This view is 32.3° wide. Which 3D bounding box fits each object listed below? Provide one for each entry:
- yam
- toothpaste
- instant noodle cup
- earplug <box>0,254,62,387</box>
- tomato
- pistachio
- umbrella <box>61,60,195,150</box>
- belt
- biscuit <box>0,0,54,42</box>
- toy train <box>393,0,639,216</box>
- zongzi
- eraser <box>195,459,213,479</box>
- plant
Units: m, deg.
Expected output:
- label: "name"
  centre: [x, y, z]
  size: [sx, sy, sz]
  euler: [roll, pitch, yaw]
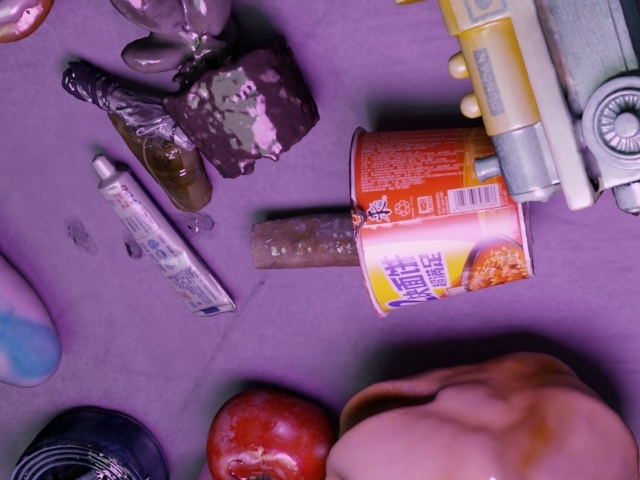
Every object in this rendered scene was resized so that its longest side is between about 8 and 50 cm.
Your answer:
- label: "yam"
  centre: [0.000, 0.000, 1.324]
  size: [0.169, 0.068, 0.068]
  euler: [-1, 123, 21]
- label: "toothpaste"
  centre: [-0.203, -0.002, 1.402]
  size: [0.069, 0.047, 0.268]
  euler: [-29, 115, 12]
- label: "instant noodle cup"
  centre: [0.135, -0.030, 1.181]
  size: [0.174, 0.213, 0.213]
  euler: [-7, 121, 13]
- label: "earplug"
  centre: [-0.479, 0.079, 1.483]
  size: [0.185, 0.185, 0.324]
  euler: [-24, 120, 30]
- label: "tomato"
  centre: [-0.062, 0.285, 1.489]
  size: [0.187, 0.151, 0.187]
  euler: [6, 122, 10]
- label: "pistachio"
  centre: [0.173, 0.302, 1.337]
  size: [0.365, 0.281, 0.445]
  euler: [33, 126, -16]
- label: "umbrella"
  centre: [-0.220, -0.150, 1.274]
  size: [0.188, 0.050, 0.046]
  euler: [29, 168, 19]
- label: "belt"
  centre: [-0.353, 0.363, 1.663]
  size: [0.267, 0.116, 0.206]
  euler: [-27, 109, 29]
- label: "biscuit"
  centre: [-0.504, -0.359, 1.177]
  size: [0.283, 0.064, 0.432]
  euler: [-31, 100, 10]
- label: "toy train"
  centre: [0.203, -0.187, 1.027]
  size: [0.237, 0.150, 0.369]
  euler: [-16, 96, 24]
- label: "zongzi"
  centre: [-0.193, -0.085, 1.352]
  size: [0.130, 0.062, 0.154]
  euler: [22, 147, 29]
- label: "eraser"
  centre: [-0.183, 0.471, 1.665]
  size: [0.078, 0.144, 0.343]
  euler: [21, 127, 6]
- label: "plant"
  centre: [-0.123, -0.201, 1.181]
  size: [0.149, 0.146, 0.274]
  euler: [-32, 108, 14]
